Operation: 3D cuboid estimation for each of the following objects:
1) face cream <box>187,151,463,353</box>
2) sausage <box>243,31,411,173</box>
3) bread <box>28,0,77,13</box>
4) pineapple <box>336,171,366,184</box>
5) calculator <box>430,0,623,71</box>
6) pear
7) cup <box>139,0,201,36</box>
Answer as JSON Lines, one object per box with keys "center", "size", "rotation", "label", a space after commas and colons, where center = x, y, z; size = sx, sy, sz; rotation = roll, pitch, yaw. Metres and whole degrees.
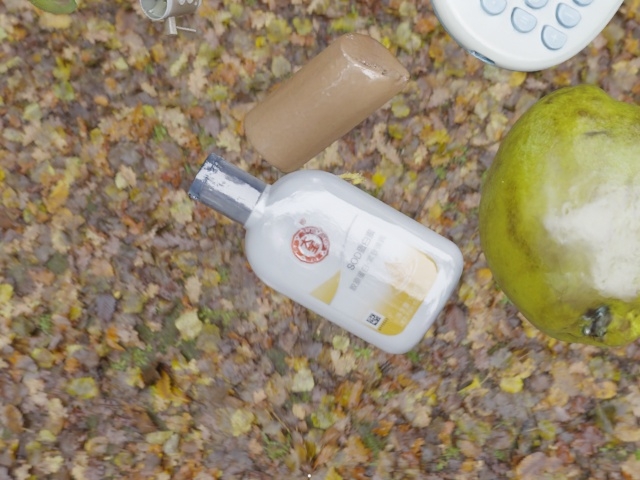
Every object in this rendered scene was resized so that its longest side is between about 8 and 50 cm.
{"center": [0.000, 0.000, 0.841], "size": [0.291, 0.071, 0.143], "rotation": [31, 102, -5], "label": "face cream"}
{"center": [0.006, -0.213, 1.216], "size": [0.253, 0.123, 0.123], "rotation": [-34, 72, 33], "label": "sausage"}
{"center": [-0.521, -0.466, 1.273], "size": [0.301, 0.301, 0.045], "rotation": [35, 82, 9], "label": "bread"}
{"center": [0.051, -0.120, 1.587], "size": [0.083, 0.045, 0.019], "rotation": [-11, 114, 7], "label": "pineapple"}
{"center": [0.192, -0.284, 0.662], "size": [0.188, 0.042, 0.302], "rotation": [26, 81, -10], "label": "calculator"}
{"center": [0.426, -0.037, 1.278], "size": [0.352, 0.352, 0.413], "rotation": [9, 72, 2], "label": "pear"}
{"center": [-0.269, -0.443, 1.493], "size": [0.102, 0.074, 0.099], "rotation": [54, 41, 4], "label": "cup"}
